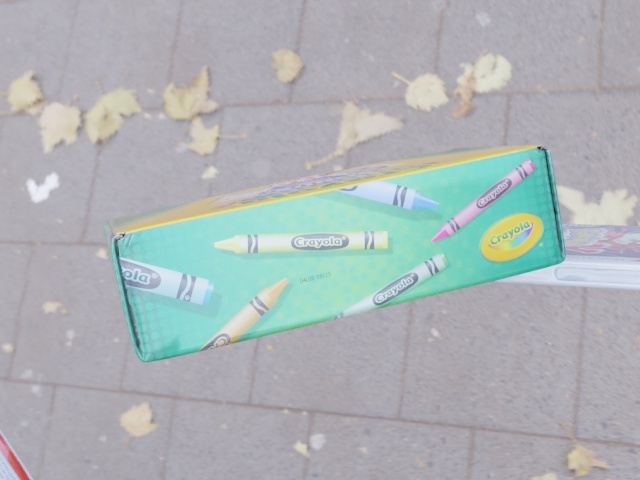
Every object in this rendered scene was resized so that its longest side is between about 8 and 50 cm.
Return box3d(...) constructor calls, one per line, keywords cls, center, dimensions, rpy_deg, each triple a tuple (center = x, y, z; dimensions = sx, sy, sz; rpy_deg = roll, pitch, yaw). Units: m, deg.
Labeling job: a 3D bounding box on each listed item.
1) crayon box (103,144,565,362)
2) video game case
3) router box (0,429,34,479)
box3d(cls="crayon box", center=(0.000, 0.000, 0.680), dimensions=(0.278, 0.165, 0.081), rpy_deg=(-12, 97, -13))
box3d(cls="video game case", center=(0.253, 0.011, 0.796), dimensions=(0.183, 0.201, 0.023), rpy_deg=(3, 99, 26))
box3d(cls="router box", center=(-0.405, 0.293, 0.866), dimensions=(0.301, 0.335, 0.082), rpy_deg=(-33, 88, -27))
